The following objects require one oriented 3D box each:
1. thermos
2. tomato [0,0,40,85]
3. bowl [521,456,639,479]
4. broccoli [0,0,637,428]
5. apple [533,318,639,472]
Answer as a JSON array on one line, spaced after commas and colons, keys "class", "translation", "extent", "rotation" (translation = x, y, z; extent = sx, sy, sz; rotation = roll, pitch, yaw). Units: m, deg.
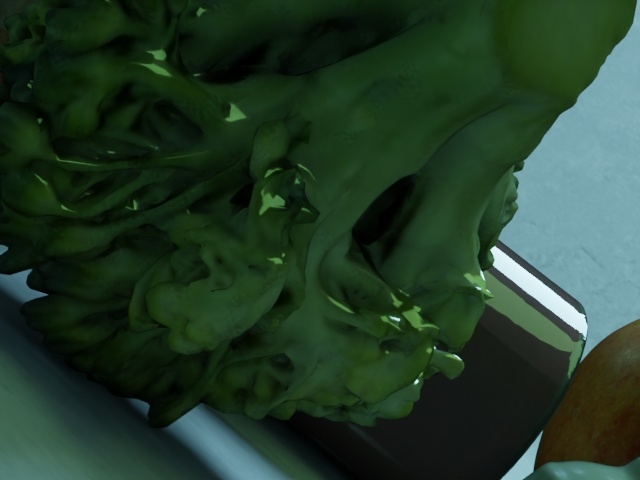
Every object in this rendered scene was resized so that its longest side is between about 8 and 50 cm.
[{"class": "thermos", "translation": [0.000, 0.000, 0.873], "extent": [0.265, 0.176, 0.146], "rotation": [40, 22, -13]}, {"class": "tomato", "translation": [-0.160, -0.159, 0.780], "extent": [0.208, 0.208, 0.184], "rotation": [37, 20, -51]}, {"class": "bowl", "translation": [0.162, 0.183, 0.845], "extent": [0.211, 0.112, 0.211], "rotation": [42, 5, -5]}, {"class": "broccoli", "translation": [0.019, -0.042, 0.670], "extent": [0.245, 0.288, 0.248], "rotation": [-13, -60, 45]}, {"class": "apple", "translation": [0.262, 0.178, 1.214], "extent": [0.253, 0.253, 0.253], "rotation": [41, 4, -3]}]
